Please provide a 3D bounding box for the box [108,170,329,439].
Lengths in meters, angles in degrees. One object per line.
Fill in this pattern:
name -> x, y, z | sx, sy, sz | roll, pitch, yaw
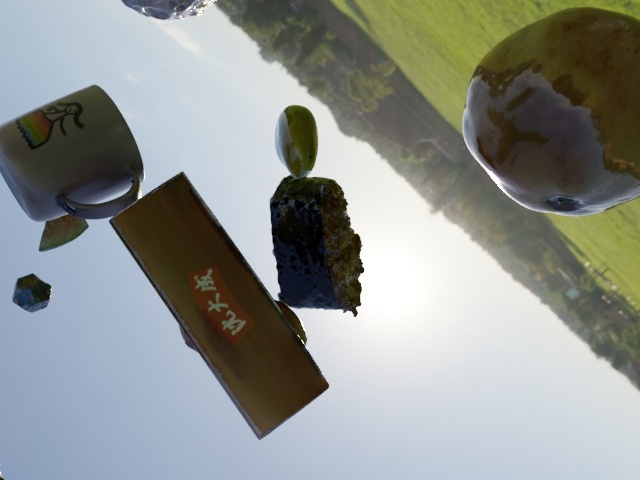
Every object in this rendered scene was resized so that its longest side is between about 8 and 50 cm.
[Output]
box -> -0.146, 0.098, 0.975 | 0.344, 0.122, 0.385 | 55, 173, 1

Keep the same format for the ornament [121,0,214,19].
ornament -> -0.293, -0.561, 1.199 | 0.225, 0.259, 0.259 | -19, -127, -31

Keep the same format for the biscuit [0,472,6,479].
biscuit -> -0.541, 0.338, 0.800 | 0.268, 0.115, 0.366 | 33, 174, -10

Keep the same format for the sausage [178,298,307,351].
sausage -> -0.160, 0.182, 1.248 | 0.268, 0.153, 0.141 | 22, -143, -3

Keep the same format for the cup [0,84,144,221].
cup -> -0.424, -0.124, 1.060 | 0.253, 0.200, 0.191 | 46, 151, 24

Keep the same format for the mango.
mango -> -0.041, -0.192, 1.165 | 0.086, 0.122, 0.191 | 4, -161, -13

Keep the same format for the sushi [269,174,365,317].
sushi -> 0.000, 0.000, 1.470 | 0.234, 0.208, 0.348 | -60, -33, -52

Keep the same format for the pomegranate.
pomegranate -> 0.482, -0.248, 1.153 | 0.411, 0.411, 0.411 | 40, -168, -10

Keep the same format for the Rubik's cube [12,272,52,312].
Rubik's cube -> -0.804, 0.146, 1.722 | 0.093, 0.111, 0.111 | 15, -156, -29

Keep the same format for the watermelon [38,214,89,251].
watermelon -> -0.572, -0.038, 1.384 | 0.180, 0.081, 0.094 | -89, -26, -45
